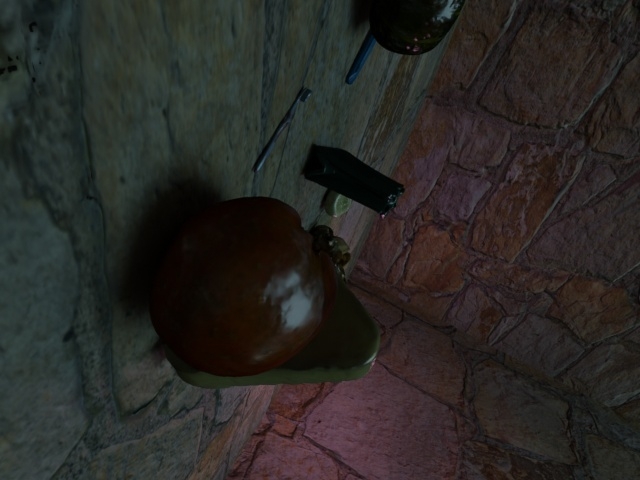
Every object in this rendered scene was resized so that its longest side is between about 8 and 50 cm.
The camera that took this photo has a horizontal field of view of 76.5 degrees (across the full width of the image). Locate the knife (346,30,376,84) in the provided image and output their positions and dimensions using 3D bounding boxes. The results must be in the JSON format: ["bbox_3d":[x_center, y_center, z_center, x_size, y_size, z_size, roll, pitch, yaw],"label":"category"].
[{"bbox_3d":[0.135,-0.508,0.967,0.296,0.026,0.044,-61,167,3],"label":"knife"}]

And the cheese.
[{"bbox_3d":[-0.086,0.107,0.816,0.384,0.384,0.104,-56,160,-34],"label":"cheese"}]

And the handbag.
[{"bbox_3d":[0.106,-0.163,1.106,0.089,0.239,0.326,-61,170,17],"label":"handbag"}]

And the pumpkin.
[{"bbox_3d":[0.183,-0.507,0.805,0.260,0.189,0.260,-167,-90,-82],"label":"pumpkin"}]

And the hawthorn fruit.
[{"bbox_3d":[-0.103,0.068,0.603,0.284,0.284,0.284,-59,169,-19],"label":"hawthorn fruit"}]

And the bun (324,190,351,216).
[{"bbox_3d":[0.054,-0.136,1.372,0.115,0.069,0.115,-35,139,-37],"label":"bun"}]

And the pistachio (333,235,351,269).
[{"bbox_3d":[0.035,0.069,1.627,0.229,0.157,0.157,-39,155,-52],"label":"pistachio"}]

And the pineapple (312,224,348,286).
[{"bbox_3d":[-0.078,0.073,1.120,0.344,0.209,0.286,145,-48,-58],"label":"pineapple"}]

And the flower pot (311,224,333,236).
[{"bbox_3d":[0.000,0.000,1.406,0.111,0.111,0.089,103,2,-52],"label":"flower pot"}]

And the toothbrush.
[{"bbox_3d":[-0.070,-0.203,0.746,0.193,0.019,0.013,-59,170,-11],"label":"toothbrush"}]
